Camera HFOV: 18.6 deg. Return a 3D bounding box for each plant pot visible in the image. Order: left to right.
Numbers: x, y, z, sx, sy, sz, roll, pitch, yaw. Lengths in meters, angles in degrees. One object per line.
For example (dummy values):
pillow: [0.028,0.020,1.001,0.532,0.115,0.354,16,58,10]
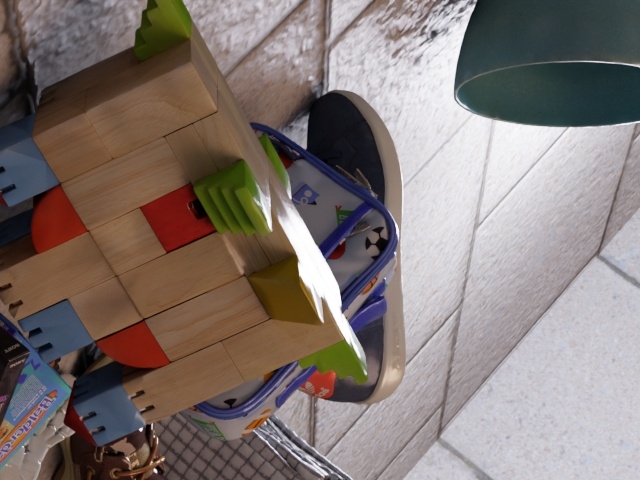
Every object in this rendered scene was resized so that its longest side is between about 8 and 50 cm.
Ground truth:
plant pot: [0.307,-0.268,2.386,0.290,0.290,0.195,42,48,-73]

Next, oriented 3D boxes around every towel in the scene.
towel: [-0.112,0.310,2.303,0.235,0.283,0.121,-58,163,16]

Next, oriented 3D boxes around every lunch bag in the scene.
lunch bag: [-0.069,0.037,1.962,0.303,0.243,0.115,-47,162,-17]

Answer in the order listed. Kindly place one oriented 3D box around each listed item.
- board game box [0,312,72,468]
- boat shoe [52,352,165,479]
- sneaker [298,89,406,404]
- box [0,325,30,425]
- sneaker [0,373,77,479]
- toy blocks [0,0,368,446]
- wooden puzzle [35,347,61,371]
board game box: [-0.326,0.159,1.847,0.160,0.047,0.210,-47,161,-11]
boat shoe: [-0.218,0.242,2.162,0.123,0.123,0.342,-37,156,-43]
sneaker: [0.000,0.000,2.094,0.148,0.350,0.131,4,161,-32]
box: [-0.311,0.086,1.564,0.029,0.162,0.116,-29,150,-52]
sneaker: [-0.301,0.196,2.001,0.065,0.061,0.158,-12,-149,43]
toy blocks: [-0.159,0.002,1.655,0.261,0.381,0.191,-24,-153,9]
wooden puzzle: [-0.279,0.119,1.970,0.049,0.006,0.083,-40,159,-36]
